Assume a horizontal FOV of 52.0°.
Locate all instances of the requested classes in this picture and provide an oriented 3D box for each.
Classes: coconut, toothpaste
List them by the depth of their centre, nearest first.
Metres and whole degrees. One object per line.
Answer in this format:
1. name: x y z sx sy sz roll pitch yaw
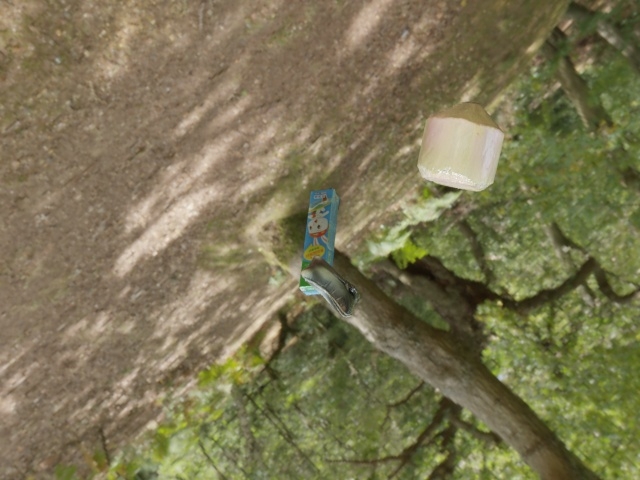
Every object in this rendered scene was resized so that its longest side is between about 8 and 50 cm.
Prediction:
1. coconut: 0.253 -0.173 1.178 0.147 0.147 0.153 5 97 -82
2. toothpaste: 0.000 0.000 1.597 0.050 0.065 0.267 51 40 -55

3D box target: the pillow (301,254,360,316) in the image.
1. pillow: 0.022 0.092 1.336 0.091 0.135 0.055 -51 -179 -32
